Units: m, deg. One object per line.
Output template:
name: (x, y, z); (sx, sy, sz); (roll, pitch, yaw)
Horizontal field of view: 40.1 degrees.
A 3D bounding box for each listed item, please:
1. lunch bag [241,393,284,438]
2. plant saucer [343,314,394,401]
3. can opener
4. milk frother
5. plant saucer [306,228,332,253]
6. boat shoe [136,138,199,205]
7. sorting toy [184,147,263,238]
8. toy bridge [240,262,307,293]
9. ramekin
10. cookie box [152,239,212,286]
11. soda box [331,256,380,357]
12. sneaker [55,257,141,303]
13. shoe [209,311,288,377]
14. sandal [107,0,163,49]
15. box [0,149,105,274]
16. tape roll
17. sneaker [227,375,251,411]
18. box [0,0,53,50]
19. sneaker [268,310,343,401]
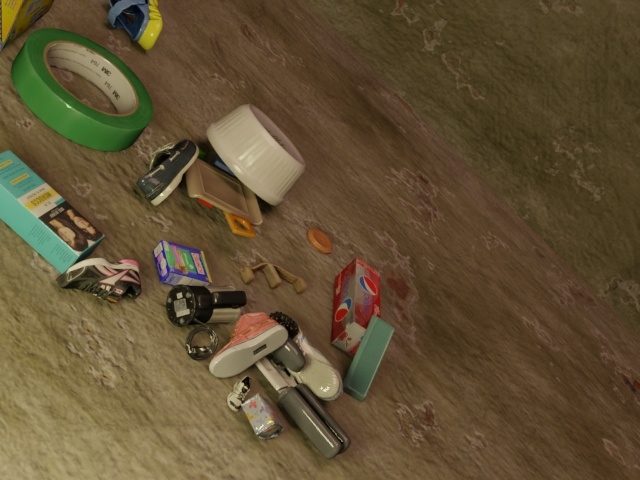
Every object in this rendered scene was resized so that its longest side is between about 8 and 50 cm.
lunch bag: (-0.108, 0.338, 1.669); (0.071, 0.053, 0.083); (57, 5, 24)
plant saucer: (0.111, 0.265, 1.985); (0.067, 0.018, 0.192); (34, 67, -18)
can opener: (-0.036, 0.303, 1.765); (0.283, 0.095, 0.076); (47, 24, 20)
milk frother: (-0.218, 0.161, 1.741); (0.135, 0.129, 0.143); (4, 90, -51)
plant saucer: (0.000, 0.000, 2.322); (0.083, 0.013, 0.083); (32, 30, -21)
boat shoe: (-0.353, -0.173, 2.005); (0.079, 0.095, 0.254); (47, 34, -19)
sorting toy: (-0.242, -0.111, 2.101); (0.196, 0.047, 0.348); (24, 27, -30)
toy bridge: (-0.114, 0.081, 2.043); (0.188, 0.026, 0.063); (14, 37, -44)
ramekin: (-0.154, -0.228, 2.230); (0.273, 0.127, 0.273); (46, 11, -11)
cookie box: (-0.288, 0.054, 1.830); (0.107, 0.040, 0.092); (19, 36, -41)
soda box: (0.088, 0.161, 2.133); (0.083, 0.092, 0.263); (34, 30, -18)
sneaker: (-0.398, 0.079, 1.623); (0.178, 0.072, 0.077); (-4, 64, -48)
shoe: (-0.158, 0.205, 1.746); (0.178, 0.063, 0.081); (-27, 42, -27)
sandal: (-0.523, -0.665, 2.421); (0.138, 0.126, 0.317); (18, 36, -34)
box: (-0.529, -0.054, 1.632); (0.244, 0.060, 0.100); (42, 28, -4)
tape roll: (-0.539, -0.345, 2.003); (0.321, 0.077, 0.321); (32, 30, -21)
sneaker: (-0.154, 0.292, 1.688); (0.032, 0.037, 0.083); (38, 30, -16)
box: (-0.748, -0.611, 1.949); (0.279, 0.177, 0.290); (31, 30, -12)
sneaker: (-0.041, 0.251, 1.870); (0.237, 0.085, 0.086); (48, -11, 23)
